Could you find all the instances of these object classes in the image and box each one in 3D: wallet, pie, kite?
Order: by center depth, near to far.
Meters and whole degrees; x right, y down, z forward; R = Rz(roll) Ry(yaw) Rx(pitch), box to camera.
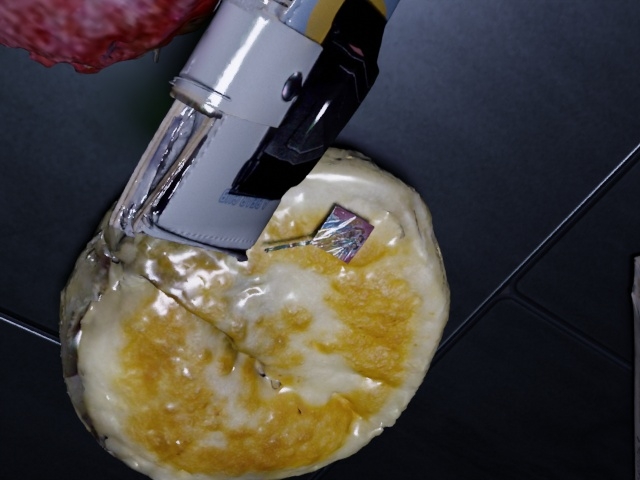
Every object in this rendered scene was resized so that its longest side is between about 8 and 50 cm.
[{"bbox_3d":[-0.020,-0.090,0.464,0.069,0.170,0.231,32,95,14],"label":"wallet"},{"bbox_3d":[0.001,-0.006,0.576,0.078,0.002,0.044,8,112,-16],"label":"kite"},{"bbox_3d":[-0.049,0.071,0.648,0.339,0.077,0.339,-5,117,-10],"label":"pie"}]

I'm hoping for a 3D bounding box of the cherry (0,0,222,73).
[{"bbox_3d":[-0.147,-0.200,0.406,0.249,0.175,0.192,34,134,-23],"label":"cherry"}]

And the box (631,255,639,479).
[{"bbox_3d":[0.411,0.145,0.771,0.204,0.051,0.365,-15,123,2],"label":"box"}]
